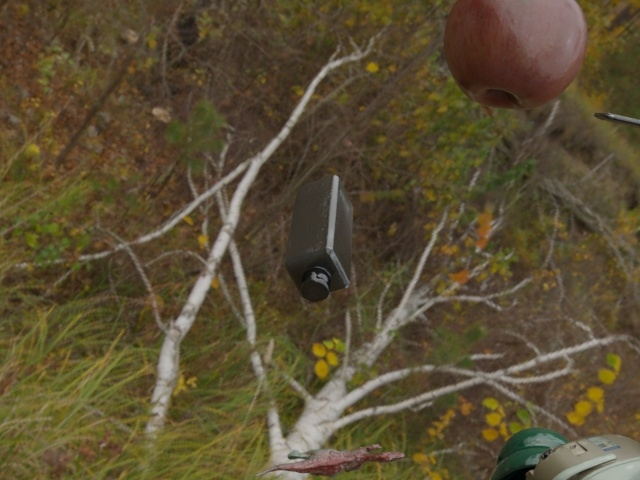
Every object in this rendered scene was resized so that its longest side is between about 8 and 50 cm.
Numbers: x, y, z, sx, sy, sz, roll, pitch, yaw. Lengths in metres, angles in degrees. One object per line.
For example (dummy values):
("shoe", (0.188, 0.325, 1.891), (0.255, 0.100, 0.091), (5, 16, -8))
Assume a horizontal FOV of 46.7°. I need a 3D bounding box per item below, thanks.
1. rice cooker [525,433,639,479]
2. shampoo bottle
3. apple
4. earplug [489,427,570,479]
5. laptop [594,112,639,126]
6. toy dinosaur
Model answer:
("rice cooker", (0.370, 0.335, 0.978), (0.206, 0.145, 0.127), (-6, 19, -14))
("shampoo bottle", (0.000, 0.000, 1.122), (0.246, 0.079, 0.080), (-84, 151, -54))
("apple", (0.208, -0.207, 0.802), (0.153, 0.153, 0.119), (23, 77, -35))
("earplug", (0.333, 0.431, 1.146), (0.164, 0.257, 0.280), (9, 39, 11))
("laptop", (0.626, -0.221, 1.427), (0.180, 0.016, 0.129), (16, 12, 8))
("toy dinosaur", (0.008, 0.400, 1.332), (0.242, 0.167, 0.053), (5, 73, -32))
